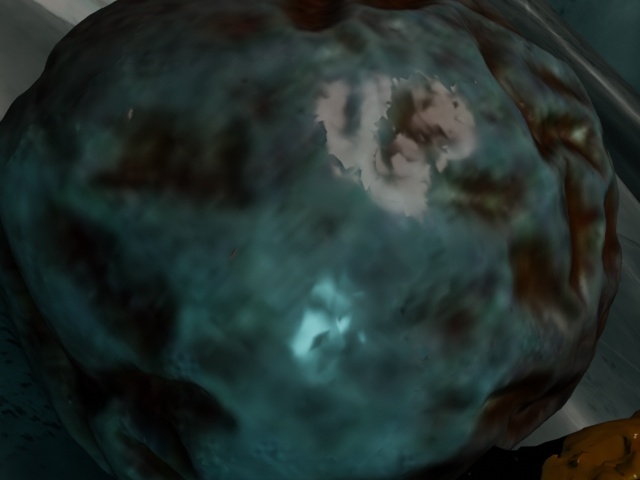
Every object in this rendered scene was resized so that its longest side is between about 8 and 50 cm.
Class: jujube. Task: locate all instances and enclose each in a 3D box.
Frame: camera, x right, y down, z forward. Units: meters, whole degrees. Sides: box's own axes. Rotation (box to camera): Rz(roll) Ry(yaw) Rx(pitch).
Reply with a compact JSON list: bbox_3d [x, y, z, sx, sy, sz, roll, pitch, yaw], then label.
[{"bbox_3d":[0.003,-0.008,0.560,0.246,0.215,0.308,43,22,-1],"label":"jujube"}]

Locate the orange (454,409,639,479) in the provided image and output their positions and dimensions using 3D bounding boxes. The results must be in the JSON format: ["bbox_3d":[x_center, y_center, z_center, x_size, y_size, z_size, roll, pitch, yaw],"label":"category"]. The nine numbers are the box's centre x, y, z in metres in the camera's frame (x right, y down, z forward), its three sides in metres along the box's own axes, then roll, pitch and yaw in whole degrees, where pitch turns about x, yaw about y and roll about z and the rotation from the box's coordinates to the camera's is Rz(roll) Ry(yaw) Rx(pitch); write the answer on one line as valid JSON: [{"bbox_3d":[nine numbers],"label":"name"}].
[{"bbox_3d":[0.124,0.168,0.442,0.234,0.234,0.182,54,-4,25],"label":"orange"}]
